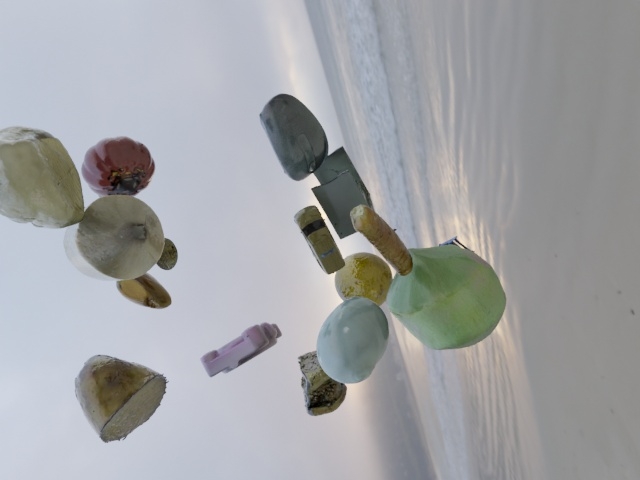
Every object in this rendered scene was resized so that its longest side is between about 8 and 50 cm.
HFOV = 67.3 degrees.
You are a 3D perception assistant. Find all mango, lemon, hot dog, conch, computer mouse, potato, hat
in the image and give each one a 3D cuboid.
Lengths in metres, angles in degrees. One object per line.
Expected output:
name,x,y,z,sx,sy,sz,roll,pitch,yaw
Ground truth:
mango,-0.781,0.219,2.133,0.262,0.129,0.167,33,-169,13
lemon,0.183,0.170,2.032,0.267,0.268,0.267,-16,-90,-84
hot dog,0.152,0.004,1.131,0.286,0.061,0.087,37,-148,-52
conch,0.090,0.234,1.149,0.185,0.121,0.221,39,-116,-29
computer mouse,-0.084,-0.355,1.740,0.114,0.203,0.374,36,167,43
potato,-0.722,0.518,1.686,0.301,0.237,0.288,-40,-25,-46
hat,-0.664,0.055,2.127,0.067,0.146,0.145,-16,-90,-62

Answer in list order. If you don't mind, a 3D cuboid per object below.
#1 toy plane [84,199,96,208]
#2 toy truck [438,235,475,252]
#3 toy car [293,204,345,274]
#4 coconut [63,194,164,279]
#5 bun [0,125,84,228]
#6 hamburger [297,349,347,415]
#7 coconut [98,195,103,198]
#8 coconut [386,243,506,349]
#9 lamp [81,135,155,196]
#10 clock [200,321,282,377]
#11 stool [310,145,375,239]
toy plane,-0.842,-0.049,1.785,0.061,0.130,0.189,23,-132,-60
toy truck,0.556,0.071,1.964,0.113,0.126,0.208,36,-153,-13
toy car,0.000,0.000,1.754,0.256,0.101,0.124,62,177,-31
coconut,-0.479,-0.003,1.130,0.202,0.222,0.201,12,-107,-42
bun,-0.572,-0.117,0.945,0.229,0.145,0.229,159,90,-81
hamburger,0.012,0.515,1.790,0.288,0.193,0.167,-152,46,-80
coconut,-0.664,-0.170,1.544,0.124,0.110,0.110,-57,-36,-31
coconut,0.339,0.145,1.345,0.329,0.281,0.328,32,153,18
lamp,-0.526,-0.193,1.251,0.140,0.182,0.182,54,177,25
clock,-0.315,0.449,2.023,0.113,0.296,0.322,59,-168,8
stool,0.088,-0.190,1.928,0.269,0.171,0.243,57,-165,-29
